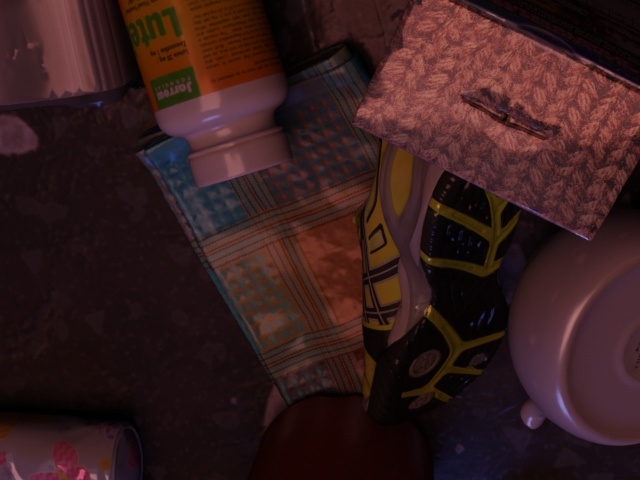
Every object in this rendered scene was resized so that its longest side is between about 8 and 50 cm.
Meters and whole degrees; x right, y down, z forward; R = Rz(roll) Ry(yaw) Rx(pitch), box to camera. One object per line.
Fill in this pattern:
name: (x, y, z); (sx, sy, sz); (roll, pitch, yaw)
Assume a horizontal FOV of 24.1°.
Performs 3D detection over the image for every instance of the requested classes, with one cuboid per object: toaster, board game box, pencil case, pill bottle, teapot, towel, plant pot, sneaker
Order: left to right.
pencil case: (-0.345, 0.265, 1.749); (0.273, 0.113, 0.124); (0, 102, 11)
toaster: (-0.278, -0.211, 1.529); (0.226, 0.129, 0.147); (-4, 109, 15)
pill bottle: (-0.111, -0.182, 1.472); (0.136, 0.136, 0.246); (-16, 94, 18)
towel: (0.000, 0.000, 1.609); (0.271, 0.040, 0.370); (-23, 106, 20)
plant pot: (0.016, 0.320, 1.600); (0.272, 0.265, 0.272); (3, 122, 6)
sneaker: (0.104, 0.029, 1.525); (0.147, 0.145, 0.385); (49, 141, 38)
board game box: (0.181, -0.159, 1.365); (0.232, 0.291, 0.141); (26, 115, 0)
teapot: (0.285, 0.064, 1.506); (0.256, 0.187, 0.252); (-38, 122, -3)
